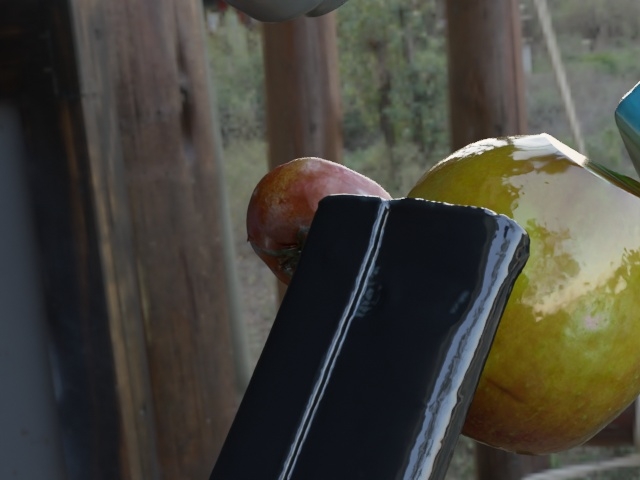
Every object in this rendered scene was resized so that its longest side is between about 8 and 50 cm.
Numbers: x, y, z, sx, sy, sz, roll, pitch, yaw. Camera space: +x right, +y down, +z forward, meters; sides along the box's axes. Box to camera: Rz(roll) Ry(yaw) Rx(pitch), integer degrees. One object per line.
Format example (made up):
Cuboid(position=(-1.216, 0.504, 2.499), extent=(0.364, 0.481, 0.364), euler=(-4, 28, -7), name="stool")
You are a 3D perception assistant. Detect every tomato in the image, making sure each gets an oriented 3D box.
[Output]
Cuboid(position=(0.000, 0.000, 1.646), extent=(0.236, 0.237, 0.095), euler=(-1, 40, 23), name="tomato")

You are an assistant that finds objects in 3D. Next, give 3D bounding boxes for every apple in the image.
Cuboid(position=(0.226, 0.047, 1.331), extent=(0.374, 0.374, 0.384), euler=(-7, 18, -5), name="apple")

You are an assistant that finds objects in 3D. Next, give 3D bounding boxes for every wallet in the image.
Cuboid(position=(0.021, 0.152, 1.004), extent=(0.228, 0.406, 0.062), euler=(9, -22, 36), name="wallet")

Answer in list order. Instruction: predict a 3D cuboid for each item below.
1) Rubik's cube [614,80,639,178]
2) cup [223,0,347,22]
Cuboid(position=(0.648, -0.105, 1.526), extent=(0.352, 0.347, 0.351), euler=(-40, 40, 2), name="Rubik's cube")
Cuboid(position=(-0.087, -0.378, 0.941), extent=(0.327, 0.323, 0.237), euler=(23, -17, -31), name="cup")
